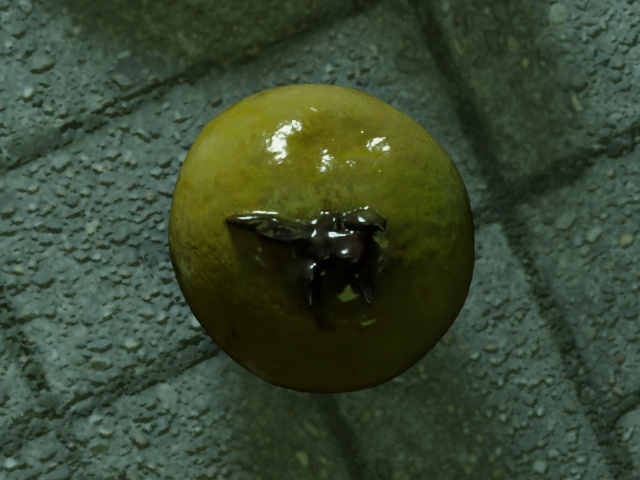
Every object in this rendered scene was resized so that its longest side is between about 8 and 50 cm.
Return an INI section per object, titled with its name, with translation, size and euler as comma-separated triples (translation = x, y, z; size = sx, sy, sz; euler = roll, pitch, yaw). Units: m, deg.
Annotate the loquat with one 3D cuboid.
[loquat]
translation = 0.000, 0.000, 1.325
size = 0.244, 0.244, 0.244
euler = 0, 93, -8
